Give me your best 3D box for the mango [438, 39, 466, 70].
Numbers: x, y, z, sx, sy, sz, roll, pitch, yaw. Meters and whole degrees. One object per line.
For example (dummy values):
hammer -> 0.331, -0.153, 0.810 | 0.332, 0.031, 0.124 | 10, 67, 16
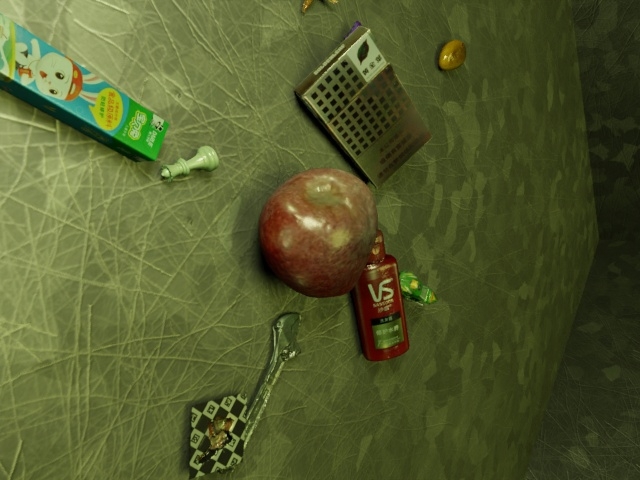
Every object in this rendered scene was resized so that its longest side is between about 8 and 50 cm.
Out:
mango -> 0.369, -0.518, 1.444 | 0.114, 0.057, 0.079 | -43, 130, -29

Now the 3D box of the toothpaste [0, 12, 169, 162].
toothpaste -> -0.317, -0.188, 0.648 | 0.266, 0.050, 0.065 | 32, 68, -48

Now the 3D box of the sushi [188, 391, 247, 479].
sushi -> -0.184, 0.335, 0.897 | 0.120, 0.026, 0.126 | 6, 86, -48

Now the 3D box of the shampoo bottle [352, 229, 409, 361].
shampoo bottle -> 0.135, 0.131, 1.202 | 0.118, 0.076, 0.314 | -12, 110, -5

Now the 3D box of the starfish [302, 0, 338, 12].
starfish -> -0.017, -0.512, 0.981 | 0.133, 0.041, 0.130 | -36, 120, -43

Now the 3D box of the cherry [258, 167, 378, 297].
cherry -> -0.007, -0.008, 0.948 | 0.239, 0.206, 0.239 | -59, 170, -17

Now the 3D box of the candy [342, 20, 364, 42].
candy -> 0.111, -0.340, 1.139 | 0.275, 0.070, 0.145 | 54, 48, -44

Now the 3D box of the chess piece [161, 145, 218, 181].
chess piece -> -0.208, -0.117, 0.802 | 0.093, 0.042, 0.042 | -28, 116, -39

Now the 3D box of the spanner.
spanner -> -0.109, 0.285, 0.982 | 0.093, 0.026, 0.326 | 46, 61, -42

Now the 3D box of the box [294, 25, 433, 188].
box -> 0.103, -0.265, 1.087 | 0.180, 0.047, 0.325 | -43, 136, 5

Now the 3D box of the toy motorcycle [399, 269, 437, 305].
toy motorcycle -> 0.215, 0.114, 1.292 | 0.190, 0.106, 0.074 | 32, 70, -46
